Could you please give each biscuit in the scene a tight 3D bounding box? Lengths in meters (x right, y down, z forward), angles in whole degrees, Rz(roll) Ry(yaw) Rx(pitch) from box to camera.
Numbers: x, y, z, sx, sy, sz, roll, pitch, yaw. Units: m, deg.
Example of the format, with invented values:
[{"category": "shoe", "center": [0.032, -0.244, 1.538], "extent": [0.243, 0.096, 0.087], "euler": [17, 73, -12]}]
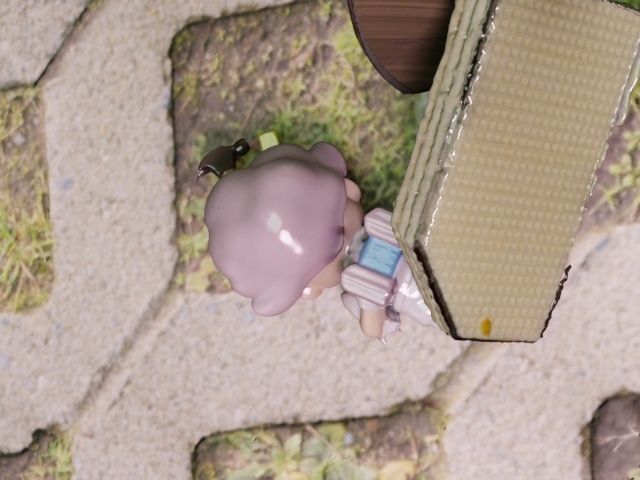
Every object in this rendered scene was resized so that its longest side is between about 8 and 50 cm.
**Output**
[{"category": "biscuit", "center": [0.126, -0.051, 0.837], "extent": [0.052, 0.150, 0.252], "euler": [34, 114, 51]}]

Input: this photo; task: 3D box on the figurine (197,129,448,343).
[{"category": "figurine", "center": [0.000, 0.000, 0.915], "extent": [0.229, 0.112, 0.137], "euler": [24, 95, 8]}]

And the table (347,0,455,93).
[{"category": "table", "center": [0.066, -0.292, 0.829], "extent": [0.317, 0.317, 0.249], "euler": [-40, 65, 17]}]
